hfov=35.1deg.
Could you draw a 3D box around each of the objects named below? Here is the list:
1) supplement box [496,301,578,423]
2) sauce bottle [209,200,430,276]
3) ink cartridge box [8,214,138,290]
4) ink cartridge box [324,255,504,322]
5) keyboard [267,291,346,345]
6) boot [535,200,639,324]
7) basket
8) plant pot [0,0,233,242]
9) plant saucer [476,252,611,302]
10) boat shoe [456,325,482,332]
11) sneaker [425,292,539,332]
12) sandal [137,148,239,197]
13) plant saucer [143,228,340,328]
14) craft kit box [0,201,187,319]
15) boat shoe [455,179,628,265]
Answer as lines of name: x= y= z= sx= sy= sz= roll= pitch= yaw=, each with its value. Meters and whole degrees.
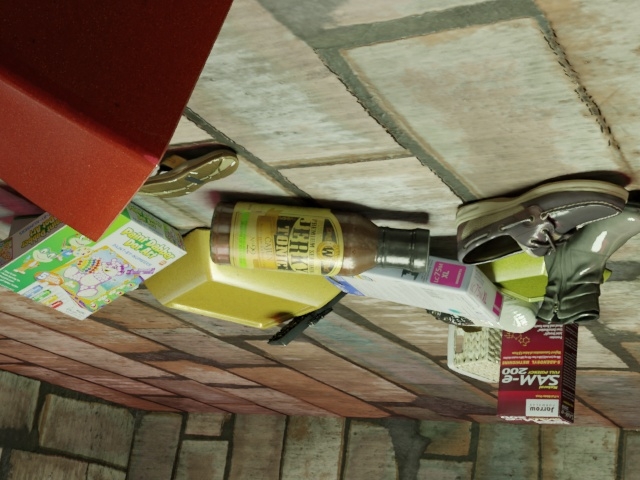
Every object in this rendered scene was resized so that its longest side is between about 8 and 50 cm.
supplement box: x=0.412 y=0.222 z=1.917 sx=0.130 sy=0.239 sz=0.073 roll=-6 pitch=158 yaw=34
sauce bottle: x=0.000 y=0.000 z=1.604 sx=0.345 sy=0.111 sz=0.111 roll=3 pitch=162 yaw=6
ink cartridge box: x=-0.453 y=0.026 z=1.882 sx=0.153 sy=0.086 sz=0.208 roll=-4 pitch=158 yaw=28
ink cartridge box: x=0.146 y=0.067 z=1.771 sx=0.311 sy=0.065 sz=0.186 roll=8 pitch=164 yaw=29
keyboard: x=-0.021 y=0.147 z=1.995 sx=0.023 sy=0.180 sz=0.108 roll=56 pitch=154 yaw=-12
boot: x=0.407 y=0.041 z=1.487 sx=0.084 sy=0.161 sz=0.246 roll=13 pitch=161 yaw=-19
basket: x=0.364 y=0.234 z=2.187 sx=0.103 sy=0.113 sz=0.167 roll=-15 pitch=152 yaw=41
plant pot: x=-0.229 y=-0.190 z=0.892 sx=0.236 sy=0.267 sz=0.267 roll=26 pitch=157 yaw=-16
plant saucer: x=0.375 y=0.064 z=1.760 sx=0.188 sy=0.045 sz=0.188 roll=21 pitch=157 yaw=-37
boat shoe: x=0.302 y=0.155 z=2.067 sx=0.050 sy=0.045 sz=0.135 roll=-8 pitch=162 yaw=11
sneaker: x=0.293 y=0.116 z=1.910 sx=0.237 sy=0.085 sz=0.086 roll=13 pitch=-154 yaw=13
sandal: x=-0.198 y=-0.103 z=1.466 sx=0.180 sy=0.049 sz=0.072 roll=-20 pitch=157 yaw=25
plant saucer: x=-0.153 y=0.092 z=1.966 sx=0.333 sy=0.080 sz=0.333 roll=17 pitch=157 yaw=-26
craft kit box: x=-0.397 y=0.024 z=1.726 sx=0.247 sy=0.061 sz=0.250 roll=-34 pitch=148 yaw=13
boat shoe: x=0.309 y=-0.019 z=1.449 sx=0.103 sy=0.092 sz=0.285 roll=22 pitch=157 yaw=-40
